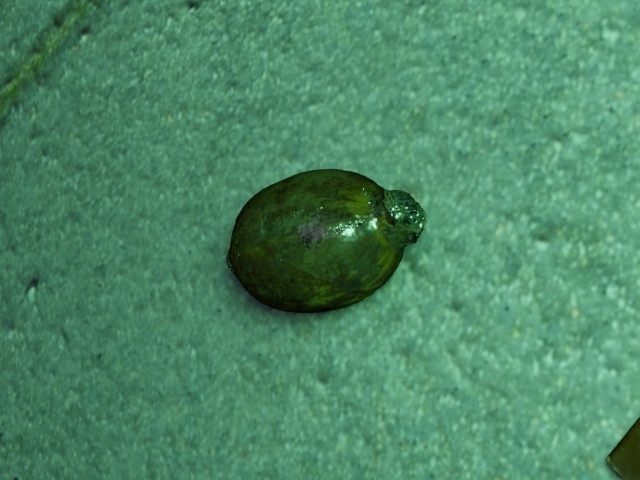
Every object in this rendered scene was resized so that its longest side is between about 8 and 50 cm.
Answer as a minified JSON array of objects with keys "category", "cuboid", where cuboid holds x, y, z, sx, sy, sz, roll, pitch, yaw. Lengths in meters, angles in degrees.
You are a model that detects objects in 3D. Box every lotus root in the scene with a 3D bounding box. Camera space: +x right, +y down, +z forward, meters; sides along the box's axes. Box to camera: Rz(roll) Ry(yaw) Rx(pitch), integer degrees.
[{"category":"lotus root","cuboid":[0.000,0.000,1.181,0.209,0.120,0.120,-17,68,40]}]

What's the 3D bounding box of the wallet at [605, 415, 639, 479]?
[{"category":"wallet","cuboid":[0.278,0.115,0.963,0.095,0.026,0.176,47,111,36]}]
